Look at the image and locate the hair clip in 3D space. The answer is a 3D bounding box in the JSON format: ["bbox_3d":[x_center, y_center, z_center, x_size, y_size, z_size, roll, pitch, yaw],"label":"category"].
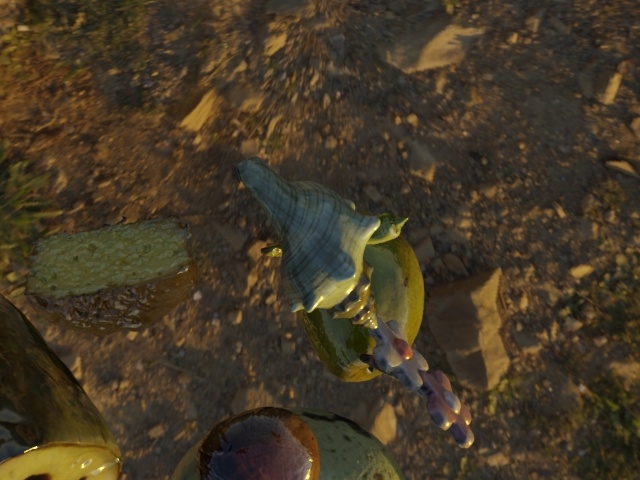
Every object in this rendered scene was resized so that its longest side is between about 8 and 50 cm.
[{"bbox_3d":[0.155,0.225,1.464,0.257,0.146,0.075,42,104,-2],"label":"hair clip"}]

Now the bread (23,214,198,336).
[{"bbox_3d":[-0.282,0.053,1.271,0.229,0.143,0.139,-9,145,-4],"label":"bread"}]

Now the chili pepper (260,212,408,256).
[{"bbox_3d":[0.021,-0.003,1.274,0.208,0.049,0.043,-13,120,0],"label":"chili pepper"}]

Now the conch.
[{"bbox_3d":[0.013,0.003,1.007,0.114,0.137,0.234,8,119,42],"label":"conch"}]

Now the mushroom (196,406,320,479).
[{"bbox_3d":[-0.056,0.212,0.855,0.123,0.052,0.123,-6,114,-13],"label":"mushroom"}]

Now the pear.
[{"bbox_3d":[0.069,0.098,1.675,0.253,0.253,0.307,-15,63,4],"label":"pear"}]

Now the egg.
[{"bbox_3d":[-0.040,0.370,1.232,0.379,0.287,0.287,10,109,-43],"label":"egg"}]

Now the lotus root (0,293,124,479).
[{"bbox_3d":[-0.359,0.151,0.829,0.346,0.250,0.250,35,106,33],"label":"lotus root"}]
